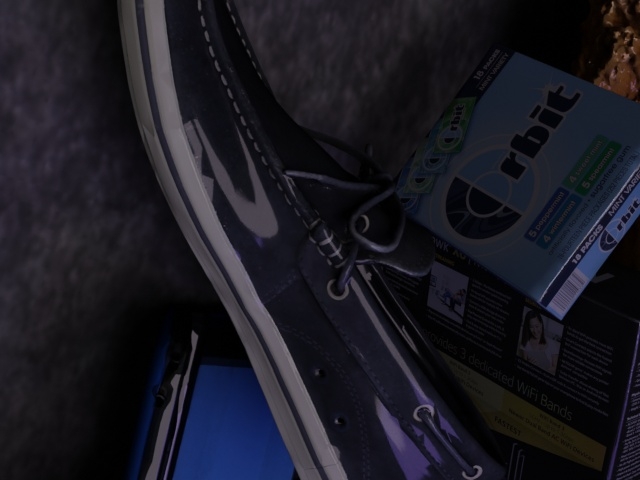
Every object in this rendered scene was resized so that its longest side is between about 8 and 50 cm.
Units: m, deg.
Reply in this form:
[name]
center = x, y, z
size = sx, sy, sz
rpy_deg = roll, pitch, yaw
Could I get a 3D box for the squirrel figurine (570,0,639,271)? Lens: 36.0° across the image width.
[squirrel figurine]
center = 0.319, -0.066, 0.873
size = 0.370, 0.281, 0.397
rpy_deg = -44, 110, -25

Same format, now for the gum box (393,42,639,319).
[gum box]
center = 0.155, -0.052, 0.744
size = 0.041, 0.184, 0.157
rpy_deg = 34, 92, -44

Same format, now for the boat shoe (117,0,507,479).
[boat shoe]
center = 0.000, 0.000, 0.724
size = 0.156, 0.187, 0.500
rpy_deg = -21, 103, 10

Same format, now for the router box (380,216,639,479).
[router box]
center = 0.145, 0.107, 0.837
size = 0.081, 0.309, 0.243
rpy_deg = -14, 119, -36

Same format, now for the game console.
[game console]
center = -0.080, 0.215, 0.816
size = 0.173, 0.250, 0.293
rpy_deg = 12, 93, -8
